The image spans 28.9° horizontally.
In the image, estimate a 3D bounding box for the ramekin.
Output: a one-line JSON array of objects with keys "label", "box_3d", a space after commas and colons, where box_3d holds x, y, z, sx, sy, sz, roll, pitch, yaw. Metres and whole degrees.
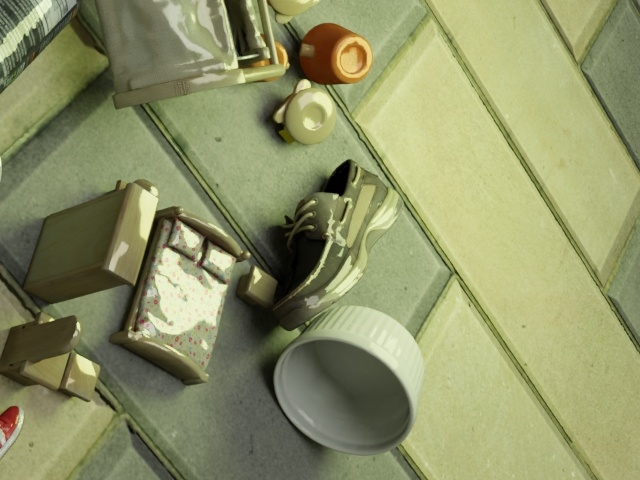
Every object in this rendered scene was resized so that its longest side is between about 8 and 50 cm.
[{"label": "ramekin", "box_3d": [0.048, 0.188, 1.738, 0.207, 0.207, 0.109, 58, 36, -18]}]

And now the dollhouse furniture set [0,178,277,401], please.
[{"label": "dollhouse furniture set", "box_3d": [-0.172, 0.092, 1.549, 0.355, 0.174, 0.303, 34, 56, -35]}]

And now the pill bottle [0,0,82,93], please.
[{"label": "pill bottle", "box_3d": [-0.369, -0.281, 1.480, 0.130, 0.130, 0.246, 52, 47, -23]}]

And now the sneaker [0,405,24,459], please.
[{"label": "sneaker", "box_3d": [-0.383, 0.219, 1.386, 0.067, 0.042, 0.118, 51, 49, -28]}]

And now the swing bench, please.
[{"label": "swing bench", "box_3d": [-0.174, -0.314, 1.588, 0.254, 0.165, 0.253, -37, 117, -73]}]

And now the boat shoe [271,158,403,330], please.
[{"label": "boat shoe", "box_3d": [0.000, 0.000, 1.803, 0.130, 0.132, 0.355, 47, 35, -8]}]

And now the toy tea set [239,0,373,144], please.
[{"label": "toy tea set", "box_3d": [-0.069, -0.308, 1.848, 0.200, 0.124, 0.336, -47, 120, -11]}]
